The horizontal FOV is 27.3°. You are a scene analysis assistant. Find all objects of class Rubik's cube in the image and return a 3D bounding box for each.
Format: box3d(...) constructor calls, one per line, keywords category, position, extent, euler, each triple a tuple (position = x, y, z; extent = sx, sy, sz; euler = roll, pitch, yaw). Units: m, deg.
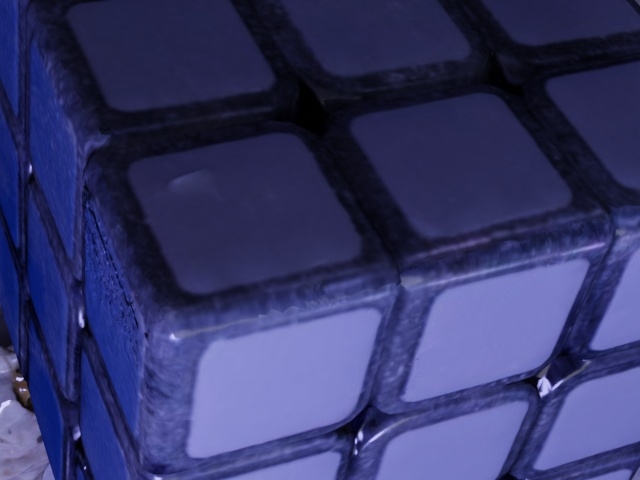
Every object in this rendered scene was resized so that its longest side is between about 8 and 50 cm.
box3d(category="Rubik's cube", position=(0.000, 0.000, 0.698), extent=(0.303, 0.305, 0.301), euler=(-12, 142, -23))

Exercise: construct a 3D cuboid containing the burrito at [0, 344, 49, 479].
box3d(category="burrito", position=(-0.283, 0.211, 0.921), extent=(0.117, 0.076, 0.392), euler=(15, 122, -45))
